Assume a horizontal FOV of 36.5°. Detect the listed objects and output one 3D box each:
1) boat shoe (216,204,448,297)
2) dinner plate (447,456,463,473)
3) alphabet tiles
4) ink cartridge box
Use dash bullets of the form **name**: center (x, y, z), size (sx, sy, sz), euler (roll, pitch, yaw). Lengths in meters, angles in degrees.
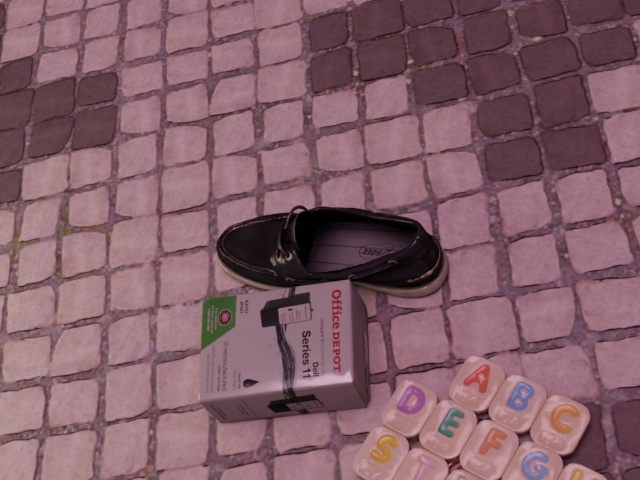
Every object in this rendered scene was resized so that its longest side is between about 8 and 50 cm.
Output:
- **boat shoe**: center (-0.001, 0.004, 1.327), size (0.340, 0.113, 0.127), euler (10, 64, 23)
- **dinner plate**: center (0.196, 0.314, 1.132), size (0.141, 0.017, 0.141), euler (-8, 58, 13)
- **alphabet tiles**: center (0.182, 0.278, 1.137), size (0.284, 0.021, 0.278), euler (24, 69, 30)
- **ink cartridge box**: center (-0.046, 0.146, 1.272), size (0.209, 0.087, 0.153), euler (-9, 58, 12)
